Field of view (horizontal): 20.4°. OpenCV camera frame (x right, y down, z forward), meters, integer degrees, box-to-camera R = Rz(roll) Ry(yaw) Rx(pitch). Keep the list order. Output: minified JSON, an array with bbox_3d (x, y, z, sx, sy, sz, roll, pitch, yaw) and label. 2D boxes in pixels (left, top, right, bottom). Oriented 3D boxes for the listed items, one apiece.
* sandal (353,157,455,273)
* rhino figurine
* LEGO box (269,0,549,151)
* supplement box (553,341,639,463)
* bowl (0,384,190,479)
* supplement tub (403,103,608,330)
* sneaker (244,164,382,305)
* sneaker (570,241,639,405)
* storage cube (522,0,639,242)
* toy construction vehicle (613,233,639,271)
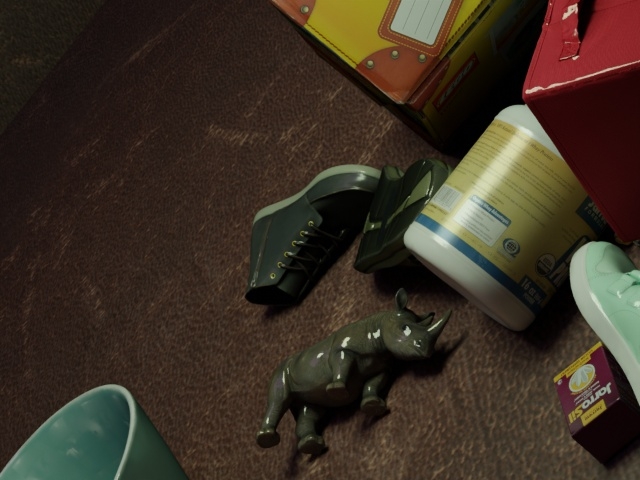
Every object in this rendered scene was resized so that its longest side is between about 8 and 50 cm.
[{"bbox_3d":[0.100,-0.015,1.843,0.303,0.086,0.120,176,112,-79],"label":"sandal"},{"bbox_3d":[0.036,0.124,1.781,0.243,0.073,0.106,-34,31,31],"label":"rhino figurine"},{"bbox_3d":[0.195,-0.356,1.844,0.500,0.193,0.372,-50,-10,2],"label":"LEGO box"},{"bbox_3d":[0.229,0.132,1.455,0.055,0.043,0.083,-41,26,18],"label":"supplement box"},{"bbox_3d":[-0.240,0.324,1.870,0.311,0.163,0.311,-39,26,23],"label":"bowl"},{"bbox_3d":[0.189,-0.033,1.642,0.199,0.144,0.144,-52,23,-1],"label":"supplement tub"},{"bbox_3d":[0.000,0.000,2.043,0.222,0.083,0.118,-29,42,45],"label":"sneaker"},{"bbox_3d":[0.295,0.048,1.392,0.151,0.094,0.256,-49,32,18],"label":"sneaker"},{"bbox_3d":[0.311,-0.139,1.487,0.193,0.215,0.183,-15,40,35],"label":"storage cube"},{"bbox_3d":[0.275,0.004,1.570,0.086,0.035,0.098,-54,23,-7],"label":"toy construction vehicle"}]
